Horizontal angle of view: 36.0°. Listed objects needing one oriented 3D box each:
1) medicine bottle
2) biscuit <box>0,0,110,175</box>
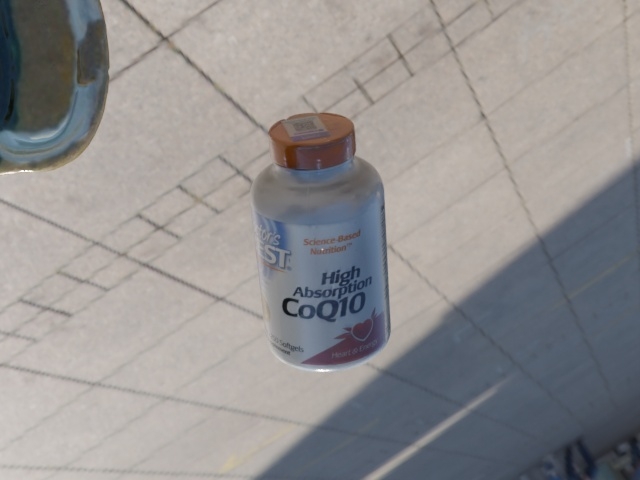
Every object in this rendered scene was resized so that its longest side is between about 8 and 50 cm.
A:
[{"bbox_3d":[0.000,0.000,1.159,0.157,0.157,0.289,-21,122,-27],"label":"medicine bottle"},{"bbox_3d":[-0.327,-0.162,0.692,0.343,0.288,0.057,-8,-164,-16],"label":"biscuit"}]
